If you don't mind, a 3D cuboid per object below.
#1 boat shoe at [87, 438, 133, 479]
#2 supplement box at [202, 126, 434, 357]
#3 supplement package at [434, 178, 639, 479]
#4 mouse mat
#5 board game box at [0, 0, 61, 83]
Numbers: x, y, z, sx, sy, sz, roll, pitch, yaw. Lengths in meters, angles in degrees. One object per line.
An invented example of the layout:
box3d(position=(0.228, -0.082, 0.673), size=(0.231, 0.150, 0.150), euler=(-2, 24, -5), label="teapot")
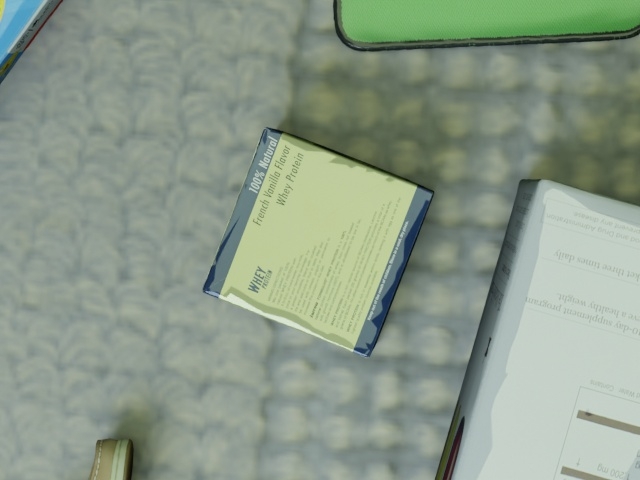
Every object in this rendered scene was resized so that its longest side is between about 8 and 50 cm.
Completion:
box3d(position=(-0.123, 0.156, 0.891), size=(0.045, 0.050, 0.135), euler=(16, 93, -2), label="boat shoe")
box3d(position=(0.000, 0.000, 0.875), size=(0.083, 0.056, 0.083), euler=(21, 93, 3), label="supplement box")
box3d(position=(0.122, 0.107, 0.828), size=(0.134, 0.139, 0.244), euler=(16, 92, 2), label="supplement package")
box3d(position=(0.079, -0.187, 0.890), size=(0.152, 0.007, 0.189), euler=(-2, 90, 4), label="mouse mat")
box3d(position=(-0.326, -0.087, 0.856), size=(0.308, 0.086, 0.302), euler=(36, 94, -8), label="board game box")
